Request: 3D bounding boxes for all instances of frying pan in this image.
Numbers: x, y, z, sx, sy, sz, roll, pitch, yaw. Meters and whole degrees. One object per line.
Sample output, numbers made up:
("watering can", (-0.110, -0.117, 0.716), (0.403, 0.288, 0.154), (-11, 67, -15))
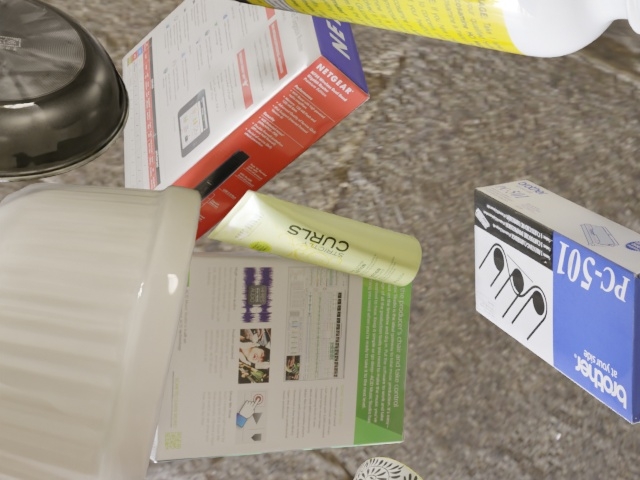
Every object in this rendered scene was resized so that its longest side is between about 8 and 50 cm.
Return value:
("frying pan", (-0.208, -0.150, 0.867), (0.197, 0.326, 0.053), (20, 130, 2))

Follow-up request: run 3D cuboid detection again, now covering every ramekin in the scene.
("ramekin", (-0.166, 0.085, 0.817), (0.127, 0.273, 0.272), (12, 102, -6))

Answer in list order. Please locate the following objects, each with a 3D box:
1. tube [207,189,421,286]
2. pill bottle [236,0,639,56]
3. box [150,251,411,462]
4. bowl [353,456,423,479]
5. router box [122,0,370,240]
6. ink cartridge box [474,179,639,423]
("tube", (0.000, 0.000, 1.371), (0.062, 0.240, 0.070), (31, 103, 59))
("pill bottle", (0.083, -0.213, 0.737), (0.334, 0.188, 0.187), (16, 103, 26))
("box", (-0.045, 0.129, 1.433), (0.058, 0.322, 0.232), (-167, 79, -64))
("bowl", (0.089, 0.405, 1.766), (0.170, 0.080, 0.170), (21, 124, 36))
("router box", (-0.103, -0.193, 1.447), (0.301, 0.335, 0.082), (-37, 127, 23))
("ink cartridge box", (0.166, 0.032, 0.809), (0.046, 0.207, 0.097), (-10, 110, -18))
